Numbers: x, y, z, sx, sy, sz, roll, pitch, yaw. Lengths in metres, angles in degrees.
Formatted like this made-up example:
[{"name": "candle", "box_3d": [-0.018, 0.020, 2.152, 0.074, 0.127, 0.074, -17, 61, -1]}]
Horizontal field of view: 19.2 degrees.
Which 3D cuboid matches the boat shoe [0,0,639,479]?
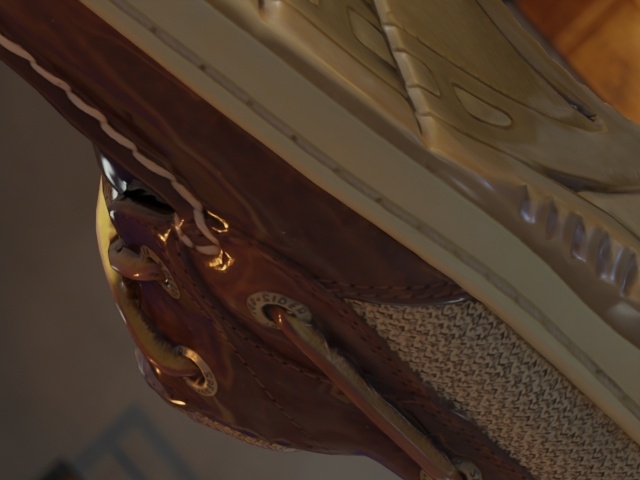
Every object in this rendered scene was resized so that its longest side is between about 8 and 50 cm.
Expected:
[{"name": "boat shoe", "box_3d": [0.000, 0.000, 0.429, 0.123, 0.342, 0.123, -41, 30, 24]}]
